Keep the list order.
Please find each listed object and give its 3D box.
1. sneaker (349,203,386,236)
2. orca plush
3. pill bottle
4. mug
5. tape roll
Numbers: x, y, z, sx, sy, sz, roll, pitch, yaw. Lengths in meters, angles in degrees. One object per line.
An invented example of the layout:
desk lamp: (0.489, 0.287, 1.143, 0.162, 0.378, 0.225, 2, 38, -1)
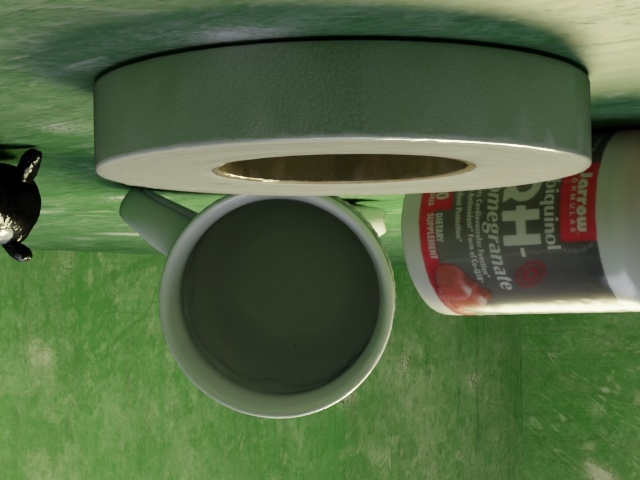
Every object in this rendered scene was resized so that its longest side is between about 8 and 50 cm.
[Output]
sneaker: (0.000, 0.000, 2.221, 0.129, 0.111, 0.297, -5, 179, -22)
orca plush: (-0.336, -0.071, 1.506, 0.151, 0.102, 0.287, 45, -178, 21)
pill bottle: (0.254, -0.017, 1.455, 0.319, 0.176, 0.176, -4, 175, 34)
mug: (-0.085, 0.039, 1.881, 0.374, 0.276, 0.328, 29, -176, 1)
tape roll: (0.016, -0.086, 1.168, 0.392, 0.072, 0.392, 0, 177, 0)
